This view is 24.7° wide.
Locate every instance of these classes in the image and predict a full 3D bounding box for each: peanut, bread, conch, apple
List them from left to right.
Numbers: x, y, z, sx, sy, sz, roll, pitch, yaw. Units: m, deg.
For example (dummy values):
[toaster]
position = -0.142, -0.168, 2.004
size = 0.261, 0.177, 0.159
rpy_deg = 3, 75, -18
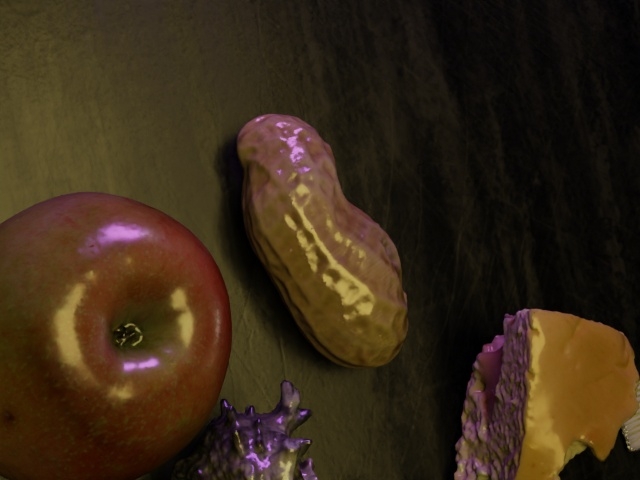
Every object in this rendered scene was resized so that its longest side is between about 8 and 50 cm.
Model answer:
[apple]
position = -0.244, 0.106, 1.528
size = 0.319, 0.277, 0.319
rpy_deg = 4, 79, -19
[conch]
position = -0.072, 0.310, 1.579
size = 0.186, 0.240, 0.313
rpy_deg = 11, 111, -40
[peanut]
position = 0.000, 0.000, 1.703
size = 0.153, 0.140, 0.325
rpy_deg = -24, 89, -11
[bread]
position = 0.292, 0.202, 1.758
size = 0.211, 0.183, 0.224
rpy_deg = 8, 82, -23

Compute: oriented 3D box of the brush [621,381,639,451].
[brush]
position = 0.520, 0.185, 1.922
size = 0.314, 0.017, 0.090
rpy_deg = -19, 92, -21
